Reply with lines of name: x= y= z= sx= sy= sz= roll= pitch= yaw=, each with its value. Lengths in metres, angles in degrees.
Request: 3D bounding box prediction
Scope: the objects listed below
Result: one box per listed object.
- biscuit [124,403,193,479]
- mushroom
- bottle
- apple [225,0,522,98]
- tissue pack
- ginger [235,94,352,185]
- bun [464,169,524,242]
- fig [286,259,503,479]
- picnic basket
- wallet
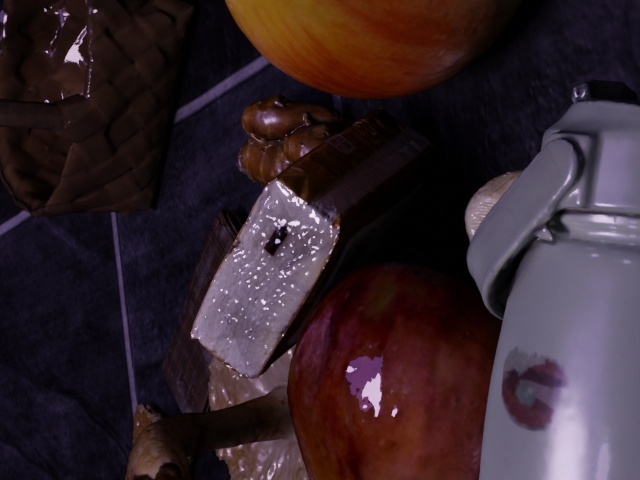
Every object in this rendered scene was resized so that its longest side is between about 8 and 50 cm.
biscuit: x=-0.197 y=0.318 z=1.752 sx=0.131 sy=0.025 sz=0.231 roll=34 pitch=118 yaw=52
mushroom: x=-0.072 y=0.145 z=1.359 sx=0.208 sy=0.302 sz=0.233 roll=-50 pitch=57 yaw=0
bottle: x=0.209 y=0.048 z=0.991 sx=0.229 sy=0.229 sz=0.351 roll=7 pitch=96 yaw=56
apple: x=0.043 y=-0.257 z=1.213 sx=0.286 sy=0.233 sz=0.286 roll=-3 pitch=86 yaw=56
tissue pack: x=0.000 y=0.000 z=1.282 sx=0.092 sy=0.226 sz=0.183 roll=36 pitch=121 yaw=7
ginger: x=-0.014 y=-0.089 z=1.445 sx=0.162 sy=0.073 sz=0.103 roll=31 pitch=133 yaw=38
bun: x=0.169 y=-0.002 z=1.174 sx=0.115 sy=0.069 sz=0.115 roll=18 pitch=119 yaw=37
fig: x=0.081 y=0.138 z=1.184 sx=0.224 sy=0.224 sz=0.263 roll=15 pitch=121 yaw=55
picnic basket: x=-0.348 y=-0.190 z=1.718 sx=0.293 sy=0.337 sz=0.337 roll=39 pitch=122 yaw=48
wallet: x=-0.114 y=0.091 z=1.613 sx=0.124 sy=0.042 sz=0.230 roll=57 pitch=133 yaw=43
